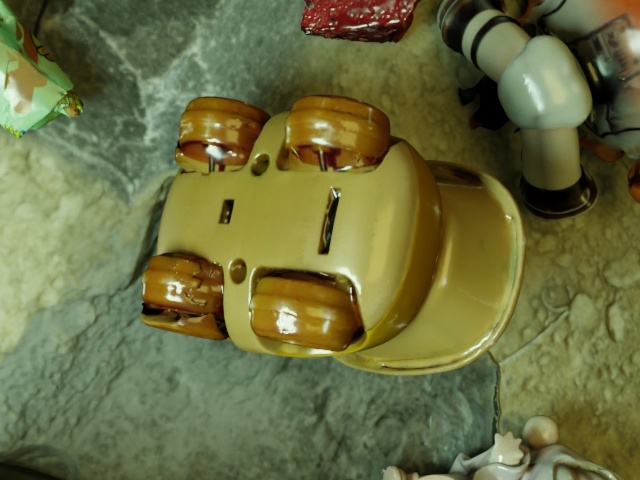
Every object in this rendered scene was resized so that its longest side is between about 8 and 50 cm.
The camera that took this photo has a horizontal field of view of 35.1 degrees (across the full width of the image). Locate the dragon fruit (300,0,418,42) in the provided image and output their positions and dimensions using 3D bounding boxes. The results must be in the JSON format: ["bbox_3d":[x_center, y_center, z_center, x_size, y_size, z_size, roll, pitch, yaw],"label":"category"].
[{"bbox_3d":[0.036,-0.286,0.987,0.092,0.122,0.192,-13,88,-63],"label":"dragon fruit"}]

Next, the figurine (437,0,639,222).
[{"bbox_3d":[0.309,-0.192,1.015,0.323,0.196,0.320,-28,92,-12],"label":"figurine"}]

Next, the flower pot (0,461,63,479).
[{"bbox_3d":[-0.231,0.289,0.760,0.235,0.235,0.148,25,97,-20],"label":"flower pot"}]

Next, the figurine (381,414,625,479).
[{"bbox_3d":[0.194,0.267,0.973,0.275,0.133,0.200,15,52,-18],"label":"figurine"}]

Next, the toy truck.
[{"bbox_3d":[0.000,0.000,0.843,0.211,0.288,0.204,21,76,-46],"label":"toy truck"}]

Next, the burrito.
[{"bbox_3d":[-0.320,-0.189,0.824,0.104,0.054,0.288,-44,105,-17],"label":"burrito"}]
